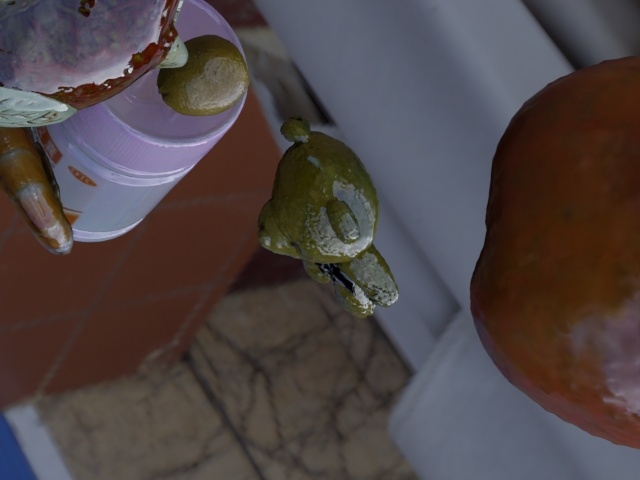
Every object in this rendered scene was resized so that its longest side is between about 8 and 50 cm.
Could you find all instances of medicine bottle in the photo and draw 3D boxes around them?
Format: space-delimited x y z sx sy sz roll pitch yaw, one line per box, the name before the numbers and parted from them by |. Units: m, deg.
medicine bottle | -0.231 -0.140 1.785 0.202 0.202 0.316 -19 169 -32

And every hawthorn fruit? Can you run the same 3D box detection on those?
hawthorn fruit | 0.193 0.004 0.571 0.285 0.165 0.165 -5 178 37

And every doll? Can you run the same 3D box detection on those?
doll | 0.000 0.000 1.221 0.097 0.137 0.209 -27 149 -10

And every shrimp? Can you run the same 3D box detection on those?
shrimp | -0.297 -0.087 1.512 0.068 0.248 0.150 -25 153 -5

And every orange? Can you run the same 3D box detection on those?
orange | -0.121 -0.167 1.584 0.095 0.085 0.085 -15 156 -7

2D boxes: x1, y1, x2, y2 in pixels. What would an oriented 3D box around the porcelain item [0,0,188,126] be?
porcelain item | -0.204 -0.191 1.108 0.253 0.253 0.253 -28 158 -12
